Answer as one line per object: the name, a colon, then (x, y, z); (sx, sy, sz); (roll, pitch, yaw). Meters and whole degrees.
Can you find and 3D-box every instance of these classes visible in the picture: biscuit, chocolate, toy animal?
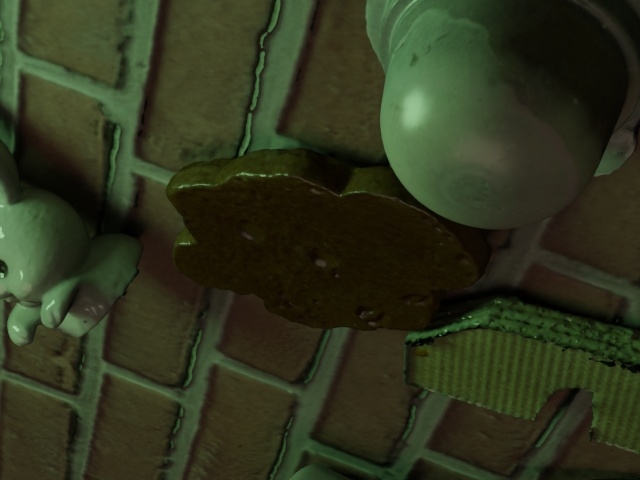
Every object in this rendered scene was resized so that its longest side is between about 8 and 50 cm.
biscuit: (0.187, 0.104, 1.507); (0.250, 0.046, 0.147); (14, 150, 12)
chocolate: (0.110, -0.078, 1.168); (0.221, 0.147, 0.221); (14, 151, 8)
toy animal: (-0.257, -0.010, 1.538); (0.221, 0.131, 0.103); (39, 160, -23)
biscuit: (0.000, 0.000, 1.465); (0.290, 0.041, 0.208); (-6, 140, 40)

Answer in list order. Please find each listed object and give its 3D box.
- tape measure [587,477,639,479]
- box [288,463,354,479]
tape measure: (0.314, 0.307, 1.673); (0.231, 0.133, 0.271); (-14, 132, 46)
box: (0.023, 0.342, 1.786); (0.206, 0.291, 0.262); (27, 109, 16)
